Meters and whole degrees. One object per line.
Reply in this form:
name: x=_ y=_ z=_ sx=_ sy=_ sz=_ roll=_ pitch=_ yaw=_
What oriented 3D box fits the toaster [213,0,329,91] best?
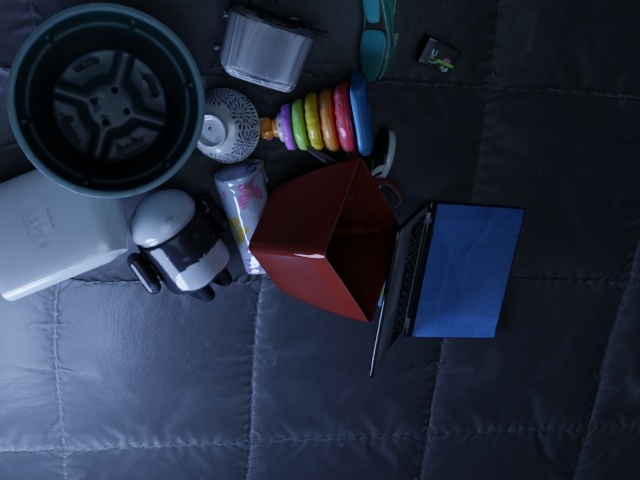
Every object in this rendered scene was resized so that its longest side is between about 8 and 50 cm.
toaster: x=-0.110 y=-0.414 z=1.670 sx=0.227 sy=0.129 sz=0.146 roll=14 pitch=116 yaw=-18

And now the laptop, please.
laptop: x=0.317 y=0.120 z=1.923 sx=0.236 sy=0.408 sz=0.382 roll=15 pitch=112 yaw=18

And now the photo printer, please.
photo printer: x=-0.588 y=-0.038 z=1.724 sx=0.307 sy=0.107 sz=0.256 roll=-21 pitch=86 yaw=1

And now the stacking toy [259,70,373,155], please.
stacking toy: x=-0.038 y=-0.262 z=1.752 sx=0.302 sy=0.175 sz=0.165 roll=-7 pitch=118 yaw=6

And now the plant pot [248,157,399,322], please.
plant pot: x=0.000 y=0.000 z=1.763 sx=0.236 sy=0.267 sz=0.267 roll=1 pitch=144 yaw=31

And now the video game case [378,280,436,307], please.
video game case: x=0.223 y=0.156 z=2.052 sx=0.119 sy=0.015 sz=0.166 roll=-43 pitch=114 yaw=10

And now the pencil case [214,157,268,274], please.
pencil case: x=-0.158 y=-0.056 z=1.836 sx=0.124 sy=0.113 sz=0.273 roll=-40 pitch=125 yaw=-42

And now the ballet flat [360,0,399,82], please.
ballet flat: x=0.137 y=-0.471 z=1.709 sx=0.087 sy=0.083 sz=0.247 roll=-23 pitch=121 yaw=-36

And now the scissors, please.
scissors: x=0.085 y=-0.150 z=1.788 sx=0.109 sy=0.021 sz=0.297 roll=-33 pitch=129 yaw=13

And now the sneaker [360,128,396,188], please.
sneaker: x=0.091 y=-0.168 z=1.841 sx=0.121 sy=0.079 sz=0.217 roll=12 pitch=114 yaw=-17

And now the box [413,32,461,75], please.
box: x=0.263 y=-0.421 z=1.769 sx=0.083 sy=0.052 sz=0.062 roll=20 pitch=111 yaw=-16

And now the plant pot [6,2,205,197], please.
plant pot: x=-0.415 y=-0.266 z=1.541 sx=0.341 sy=0.334 sz=0.341 roll=-2 pitch=98 yaw=-14

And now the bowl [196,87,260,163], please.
bowl: x=-0.226 y=-0.245 z=1.714 sx=0.170 sy=0.080 sz=0.170 roll=6 pitch=108 yaw=19

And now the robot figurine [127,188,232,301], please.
robot figurine: x=-0.321 y=0.012 z=1.809 sx=0.174 sy=0.209 sz=0.278 roll=-20 pitch=119 yaw=23
